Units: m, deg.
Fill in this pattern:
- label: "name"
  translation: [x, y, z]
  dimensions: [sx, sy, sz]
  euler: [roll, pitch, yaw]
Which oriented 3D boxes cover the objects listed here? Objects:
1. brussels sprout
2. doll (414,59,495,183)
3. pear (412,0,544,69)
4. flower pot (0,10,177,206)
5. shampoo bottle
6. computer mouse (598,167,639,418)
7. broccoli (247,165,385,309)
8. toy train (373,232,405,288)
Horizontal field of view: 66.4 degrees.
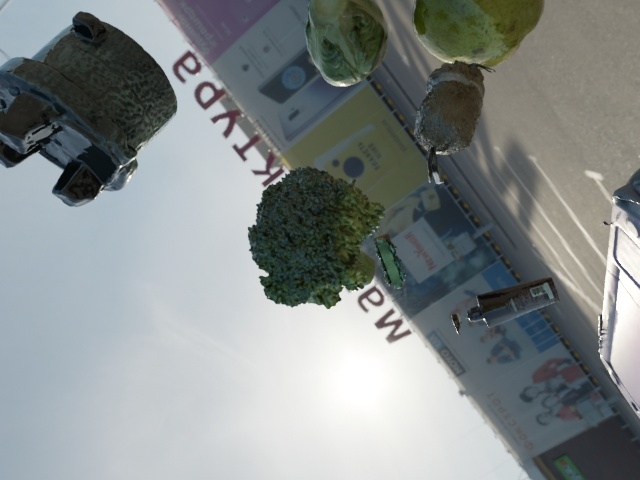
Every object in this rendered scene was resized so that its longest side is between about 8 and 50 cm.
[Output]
- label: "brussels sprout"
  translation: [0.065, -0.548, 1.297]
  dimensions: [0.210, 0.219, 0.271]
  euler: [64, -166, 20]
- label: "doll"
  translation: [0.214, -0.208, 0.837]
  dimensions: [0.105, 0.221, 0.115]
  euler: [29, 168, -20]
- label: "pear"
  translation: [0.373, -0.558, 1.165]
  dimensions: [0.304, 0.304, 0.304]
  euler: [49, -165, -18]
- label: "flower pot"
  translation: [-0.427, -0.222, 0.885]
  dimensions: [0.299, 0.299, 0.283]
  euler: [47, -120, -26]
- label: "shampoo bottle"
  translation: [0.417, 0.150, 1.116]
  dimensions: [0.067, 0.236, 0.068]
  euler: [47, -151, -43]
- label: "computer mouse"
  translation: [0.281, 0.070, 0.374]
  dimensions: [0.310, 0.072, 0.158]
  euler: [58, -169, -46]
- label: "broccoli"
  translation: [-0.005, -0.009, 0.911]
  dimensions: [0.260, 0.288, 0.235]
  euler: [18, 156, -2]
- label: "toy train"
  translation: [0.228, 0.067, 1.599]
  dimensions: [0.118, 0.074, 0.176]
  euler: [-61, -50, -77]
